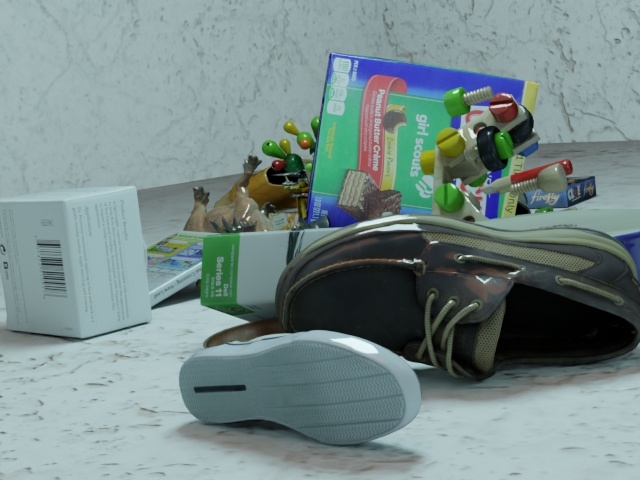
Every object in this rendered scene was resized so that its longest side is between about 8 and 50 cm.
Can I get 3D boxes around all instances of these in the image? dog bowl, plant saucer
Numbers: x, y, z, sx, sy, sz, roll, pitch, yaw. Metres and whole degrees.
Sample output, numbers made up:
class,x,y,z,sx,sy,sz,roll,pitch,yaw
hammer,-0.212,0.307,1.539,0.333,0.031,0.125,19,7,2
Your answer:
class,x,y,z,sx,sy,sz,roll,pitch,yaw
dog bowl,0.265,0.034,1.375,0.265,0.104,0.265,-6,8,1
plant saucer,-0.022,0.111,1.279,0.199,0.036,0.198,-5,8,1

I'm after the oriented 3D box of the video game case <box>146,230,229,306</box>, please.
class,x,y,z,sx,sy,sz,roll,pitch,yaw
video game case,-0.234,0.041,1.824,0.193,0.023,0.212,-32,19,-29

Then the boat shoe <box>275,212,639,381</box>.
class,x,y,z,sx,sy,sz,roll,pitch,yaw
boat shoe,0.137,0.056,1.151,0.355,0.132,0.130,-4,29,-5

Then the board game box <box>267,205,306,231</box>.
class,x,y,z,sx,sy,sz,roll,pitch,yaw
board game box,-0.002,-0.043,2.390,0.147,0.045,0.193,-12,9,-36

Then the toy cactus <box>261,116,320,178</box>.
class,x,y,z,sx,sy,sz,roll,pitch,yaw
toy cactus,0.005,-0.137,2.256,0.219,0.180,0.112,-6,26,-16

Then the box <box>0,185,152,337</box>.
class,x,y,z,sx,sy,sz,roll,pitch,yaw
box,-0.328,0.025,1.618,0.182,0.181,0.119,1,10,44

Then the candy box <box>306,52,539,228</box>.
class,x,y,z,sx,sy,sz,roll,pitch,yaw
candy box,0.152,-0.136,1.892,0.317,0.268,0.122,8,11,-3

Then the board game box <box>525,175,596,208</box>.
class,x,y,z,sx,sy,sz,roll,pitch,yaw
board game box,0.406,-0.094,2.454,0.243,0.042,0.165,-1,9,32

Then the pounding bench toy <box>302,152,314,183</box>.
class,x,y,z,sx,sy,sz,roll,pitch,yaw
pounding bench toy,0.006,-0.135,2.003,0.052,0.083,0.065,9,38,41

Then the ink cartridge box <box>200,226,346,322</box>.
class,x,y,z,sx,sy,sz,roll,pitch,yaw
ink cartridge box,-0.011,0.044,1.419,0.208,0.086,0.153,-3,-14,24

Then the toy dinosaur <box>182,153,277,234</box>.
class,x,y,z,sx,sy,sz,roll,pitch,yaw
toy dinosaur,-0.167,-0.010,2.054,0.296,0.127,0.200,-21,33,41

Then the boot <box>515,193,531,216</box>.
class,x,y,z,sx,sy,sz,roll,pitch,yaw
boot,0.268,-0.110,2.183,0.246,0.083,0.161,30,9,5

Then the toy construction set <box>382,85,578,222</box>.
class,x,y,z,sx,sy,sz,roll,pitch,yaw
toy construction set,0.201,-0.056,1.699,0.237,0.257,0.309,-16,-4,27

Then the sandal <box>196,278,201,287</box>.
class,x,y,z,sx,sy,sz,roll,pitch,yaw
sandal,-0.122,0.043,1.823,0.072,0.049,0.180,-1,9,34

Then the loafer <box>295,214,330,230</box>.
class,x,y,z,sx,sy,sz,roll,pitch,yaw
loafer,0.000,0.000,1.834,0.223,0.078,0.076,3,7,1

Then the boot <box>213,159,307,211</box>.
class,x,y,z,sx,sy,sz,roll,pitch,yaw
boot,-0.055,-0.110,2.488,0.295,0.104,0.211,-16,-7,-45

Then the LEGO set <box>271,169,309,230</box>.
class,x,y,z,sx,sy,sz,roll,pitch,yaw
LEGO set,0.092,-0.089,2.099,0.331,0.192,0.255,-7,8,-8

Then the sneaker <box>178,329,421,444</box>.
class,x,y,z,sx,sy,sz,roll,pitch,yaw
sneaker,-0.009,0.111,1.044,0.258,0.094,0.091,0,14,43
